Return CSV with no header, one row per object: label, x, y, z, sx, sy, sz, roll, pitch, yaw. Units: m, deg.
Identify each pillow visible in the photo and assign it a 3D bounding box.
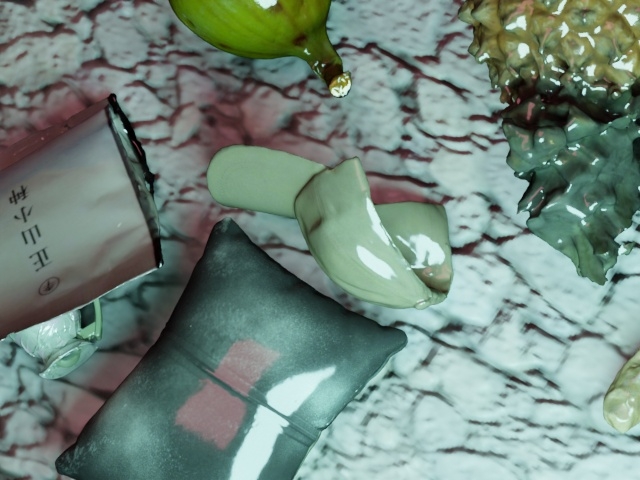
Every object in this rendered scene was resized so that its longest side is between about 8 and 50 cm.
pillow,-0.073,0.128,1.271,0.186,0.106,0.250,32,84,17

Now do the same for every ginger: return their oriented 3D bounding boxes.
ginger,0.290,0.091,1.210,0.173,0.051,0.069,-20,61,14

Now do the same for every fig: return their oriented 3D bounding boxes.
fig,-0.037,-0.215,1.375,0.186,0.148,0.142,42,68,-13

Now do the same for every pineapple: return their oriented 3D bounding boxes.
pineapple,0.206,-0.134,1.238,0.223,0.223,0.357,0,80,17

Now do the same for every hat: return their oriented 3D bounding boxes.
hat,0.000,0.000,1.280,0.173,0.166,0.144,-16,68,26

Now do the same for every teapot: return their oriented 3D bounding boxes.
teapot,-0.215,0.074,1.360,0.083,0.064,0.064,-30,73,-15

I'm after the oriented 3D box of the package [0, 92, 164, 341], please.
package,-0.233,-0.005,1.366,0.204,0.062,0.251,-28,40,6
